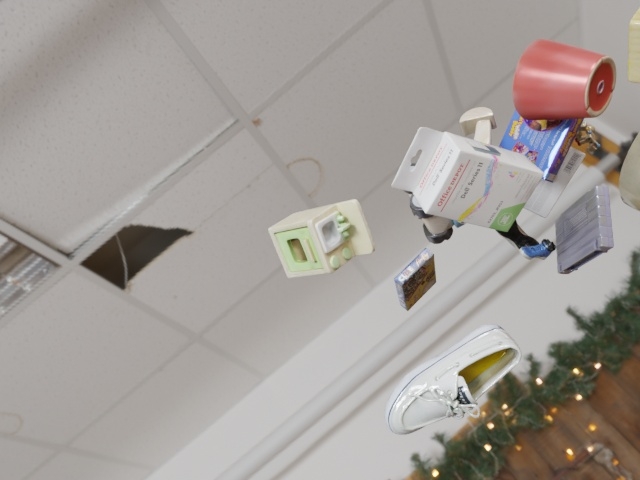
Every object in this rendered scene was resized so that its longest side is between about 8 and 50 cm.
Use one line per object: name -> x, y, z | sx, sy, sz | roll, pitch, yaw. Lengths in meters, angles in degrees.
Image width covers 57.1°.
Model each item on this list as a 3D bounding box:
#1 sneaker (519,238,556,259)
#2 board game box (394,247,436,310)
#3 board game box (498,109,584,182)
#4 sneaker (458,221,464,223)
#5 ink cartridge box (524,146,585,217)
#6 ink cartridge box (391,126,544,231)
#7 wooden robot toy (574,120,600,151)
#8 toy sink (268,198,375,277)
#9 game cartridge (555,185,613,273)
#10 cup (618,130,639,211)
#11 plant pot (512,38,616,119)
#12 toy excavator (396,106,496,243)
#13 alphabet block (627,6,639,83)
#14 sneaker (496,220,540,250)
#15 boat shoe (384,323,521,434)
sneaker -> 0.796, 0.027, 2.141 | 0.152, 0.058, 0.085 | 8, -45, -33
board game box -> 0.350, 0.147, 2.149 | 0.165, 0.042, 0.243 | -43, -29, -12
board game box -> 0.831, -0.421, 2.202 | 0.078, 0.233, 0.347 | 6, -69, -45
sneaker -> 0.468, -0.138, 1.893 | 0.071, 0.068, 0.170 | -39, -35, -39
ink cartridge box -> 0.871, -0.277, 2.378 | 0.261, 0.066, 0.296 | 25, -70, -3
ink cartridge box -> 0.398, -0.163, 1.609 | 0.353, 0.119, 0.207 | 11, -58, -21
wooden robot toy -> 1.040, -0.423, 2.303 | 0.173, 0.076, 0.079 | 36, -118, -37
toy sink -> 0.000, 0.000, 1.550 | 0.131, 0.234, 0.153 | -35, -71, -46
game cartridge -> 0.945, -0.032, 2.121 | 0.068, 0.230, 0.355 | 8, -18, 1
cup -> 0.762, -0.131, 1.061 | 0.331, 0.237, 0.331 | -18, -45, -19
plant pot -> 0.822, -0.523, 1.964 | 0.275, 0.243, 0.275 | -18, -62, -37
toy excavator -> 0.516, -0.263, 2.204 | 0.445, 0.433, 0.222 | -27, -44, 8
alphabet block -> 0.903, -0.510, 1.458 | 0.193, 0.197, 0.192 | -50, -42, -21
sneaker -> 0.843, -0.025, 2.570 | 0.100, 0.271, 0.108 | -41, -14, 5
boat shoe -> 0.317, 0.352, 1.371 | 0.367, 0.156, 0.136 | -35, -71, 0
